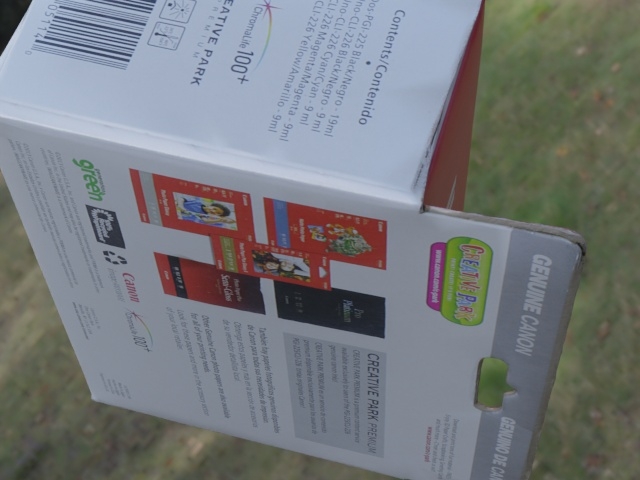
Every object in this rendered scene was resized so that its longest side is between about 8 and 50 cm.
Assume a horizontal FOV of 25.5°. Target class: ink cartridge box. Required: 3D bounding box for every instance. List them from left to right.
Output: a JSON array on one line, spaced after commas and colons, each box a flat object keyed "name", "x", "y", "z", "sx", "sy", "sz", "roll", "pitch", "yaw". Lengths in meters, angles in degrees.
[{"name": "ink cartridge box", "x": 0.000, "y": 0.000, "z": 0.745, "sx": 0.309, "sy": 0.272, "sz": 0.130, "roll": 88, "pitch": -162, "yaw": -59}]
